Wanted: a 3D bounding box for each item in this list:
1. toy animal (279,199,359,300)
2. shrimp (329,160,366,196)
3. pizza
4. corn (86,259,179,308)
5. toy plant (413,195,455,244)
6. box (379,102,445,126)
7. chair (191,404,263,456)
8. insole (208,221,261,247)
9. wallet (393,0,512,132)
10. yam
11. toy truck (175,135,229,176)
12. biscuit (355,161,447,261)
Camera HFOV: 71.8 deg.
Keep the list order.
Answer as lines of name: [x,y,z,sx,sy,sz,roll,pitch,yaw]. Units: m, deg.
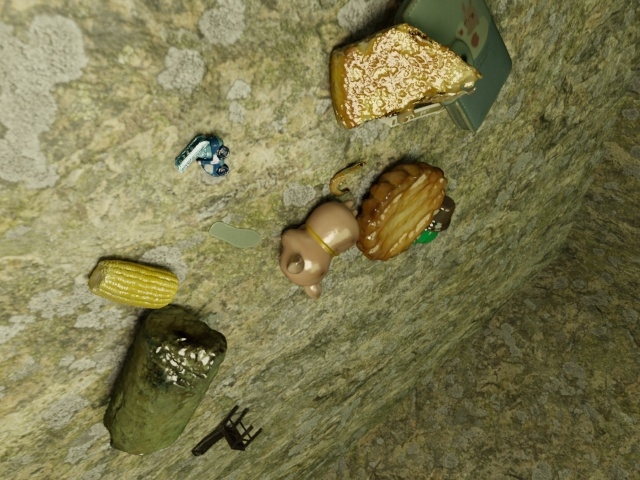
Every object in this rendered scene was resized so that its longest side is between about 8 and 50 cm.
toy animal: [0.002,0.002,1.090,0.248,0.149,0.165,-53,132,-14]
shrimp: [0.071,-0.154,1.112,0.114,0.023,0.083,-37,147,-6]
pizza: [0.159,-0.322,0.866,0.071,0.297,0.189,-69,146,-54]
corn: [-0.352,0.083,0.843,0.085,0.063,0.165,-45,145,12]
toy plant: [0.366,-0.062,1.458,0.143,0.105,0.200,-36,164,-41]
box: [0.196,-0.313,1.017,0.198,0.109,0.029,-24,139,-30]
chair: [-0.298,0.638,1.400,0.212,0.101,0.084,-45,145,-6]
insole: [-0.187,-0.011,0.984,0.053,0.002,0.153,-54,145,8]
wallet: [0.299,-0.419,0.950,0.360,0.083,0.252,38,75,-39]
yam: [-0.333,0.297,0.962,0.195,0.195,0.300,5,121,-49]
toy truck: [-0.212,-0.148,0.790,0.090,0.056,0.073,-9,126,-25]
biscuit: [0.221,-0.087,1.266,0.326,0.107,0.325,-26,141,-24]
